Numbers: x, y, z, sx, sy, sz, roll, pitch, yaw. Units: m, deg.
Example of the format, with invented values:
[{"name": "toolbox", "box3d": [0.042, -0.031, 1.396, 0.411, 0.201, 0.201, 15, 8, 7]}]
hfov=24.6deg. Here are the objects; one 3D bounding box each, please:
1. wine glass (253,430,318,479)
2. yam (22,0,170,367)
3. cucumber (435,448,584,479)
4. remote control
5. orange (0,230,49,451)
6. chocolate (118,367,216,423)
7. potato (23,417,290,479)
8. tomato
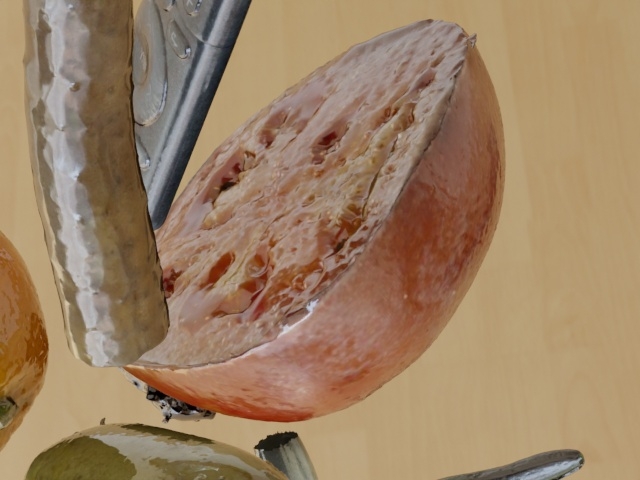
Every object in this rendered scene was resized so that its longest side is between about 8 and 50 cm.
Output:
[{"name": "wine glass", "box3d": [-0.015, 0.300, 1.577, 0.066, 0.066, 0.198, -20, 101, 0]}, {"name": "yam", "box3d": [-0.089, -0.090, 0.505, 0.045, 0.327, 0.045, -21, 41, -22]}, {"name": "cucumber", "box3d": [0.187, 0.242, 1.489, 0.184, 0.033, 0.036, -18, 89, 27]}, {"name": "remote control", "box3d": [-0.066, -0.165, 0.859, 0.044, 0.378, 0.107, 4, 49, -22]}, {"name": "orange", "box3d": [-0.422, 0.104, 1.453, 0.312, 0.312, 0.312, -5, 60, 9]}, {"name": "chocolate", "box3d": [-0.147, 0.136, 1.604, 0.156, 0.156, 0.133, -25, 57, -3]}, {"name": "potato", "box3d": [-0.134, 0.302, 1.362, 0.219, 0.270, 0.359, -31, 29, -32]}, {"name": "tomato", "box3d": [0.010, 0.007, 1.035, 0.338, 0.144, 0.338, -34, 25, 18]}]
